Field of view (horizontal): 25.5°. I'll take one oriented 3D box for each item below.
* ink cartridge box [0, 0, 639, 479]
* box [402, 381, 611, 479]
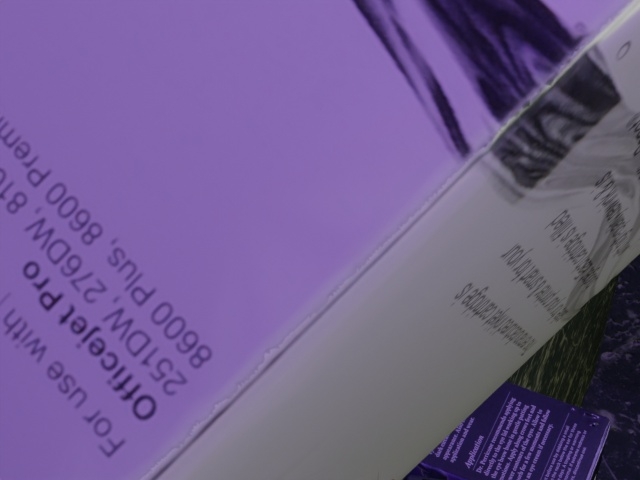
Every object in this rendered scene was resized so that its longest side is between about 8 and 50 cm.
[{"bbox_3d":[0.050,-0.077,0.450,0.395,0.166,0.285,-45,163,4],"label":"ink cartridge box"},{"bbox_3d":[0.112,0.191,1.137,0.153,0.207,0.108,90,24,-44],"label":"box"}]
